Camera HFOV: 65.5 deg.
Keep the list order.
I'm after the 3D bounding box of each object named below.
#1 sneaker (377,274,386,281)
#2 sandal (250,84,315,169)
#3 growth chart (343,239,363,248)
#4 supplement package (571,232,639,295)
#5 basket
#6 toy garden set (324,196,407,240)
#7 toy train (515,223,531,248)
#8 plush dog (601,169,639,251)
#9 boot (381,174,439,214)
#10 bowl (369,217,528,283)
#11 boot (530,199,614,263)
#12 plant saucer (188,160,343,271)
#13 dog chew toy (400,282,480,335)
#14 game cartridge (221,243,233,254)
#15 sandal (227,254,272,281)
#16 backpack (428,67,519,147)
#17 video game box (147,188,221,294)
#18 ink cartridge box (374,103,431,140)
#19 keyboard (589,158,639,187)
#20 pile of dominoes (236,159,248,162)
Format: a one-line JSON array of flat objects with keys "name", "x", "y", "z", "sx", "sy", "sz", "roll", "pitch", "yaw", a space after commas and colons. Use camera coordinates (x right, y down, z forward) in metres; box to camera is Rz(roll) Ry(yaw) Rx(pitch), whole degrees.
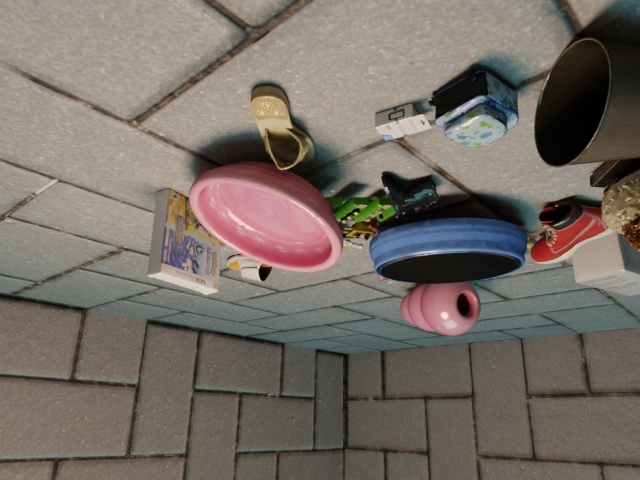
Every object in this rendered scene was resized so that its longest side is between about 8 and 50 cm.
[{"name": "sneaker", "x": 0.207, "y": 0.108, "z": 1.651, "sx": 0.067, "sy": 0.042, "sz": 0.118, "roll": -15, "pitch": 157, "yaw": 29}, {"name": "sandal", "x": -0.068, "y": -0.164, "z": 0.867, "sx": 0.088, "sy": 0.079, "sz": 0.240, "roll": -3, "pitch": 160, "yaw": 11}, {"name": "growth chart", "x": 0.000, "y": 0.000, "z": 1.305, "sx": 0.172, "sy": 0.021, "sz": 0.237, "roll": 5, "pitch": 178, "yaw": 21}, {"name": "supplement package", "x": 0.804, "y": 0.054, "z": 1.328, "sx": 0.244, "sy": 0.139, "sz": 0.134, "roll": 14, "pitch": 156, "yaw": -27}, {"name": "basket", "x": 0.450, "y": -0.187, "z": 0.684, "sx": 0.227, "sy": 0.154, "sz": 0.204, "roll": -2, "pitch": 162, "yaw": -1}, {"name": "toy garden set", "x": 0.073, "y": -0.041, "z": 1.166, "sx": 0.244, "sy": 0.049, "sz": 0.204, "roll": -2, "pitch": 164, "yaw": -29}, {"name": "toy train", "x": 0.484, "y": -0.014, "z": 1.305, "sx": 0.125, "sy": 0.046, "sz": 0.166, "roll": -4, "pitch": 160, "yaw": 31}, {"name": "plush dog", "x": 0.609, "y": -0.081, "z": 0.863, "sx": 0.225, "sy": 0.262, "sz": 0.210, "roll": -30, "pitch": 106, "yaw": 28}, {"name": "boot", "x": 0.192, "y": -0.108, "z": 1.056, "sx": 0.099, "sy": 0.045, "sz": 0.121, "roll": -20, "pitch": 134, "yaw": 17}, {"name": "bowl", "x": 0.319, "y": 0.040, "z": 1.265, "sx": 0.391, "sy": 0.077, "sz": 0.391, "roll": 1, "pitch": 163, "yaw": 0}, {"name": "boot", "x": 0.566, "y": -0.021, "z": 1.222, "sx": 0.176, "sy": 0.088, "sz": 0.244, "roll": 9, "pitch": 150, "yaw": -20}, {"name": "plant saucer", "x": -0.105, "y": -0.052, "z": 1.034, "sx": 0.332, "sy": 0.084, "sz": 0.332, "roll": 17, "pitch": 152, "yaw": 10}, {"name": "dog chew toy", "x": 0.411, "y": 0.239, "z": 1.790, "sx": 0.206, "sy": 0.207, "sz": 0.332, "roll": 11, "pitch": 165, "yaw": -25}, {"name": "game cartridge", "x": -0.292, "y": 0.023, "z": 1.488, "sx": 0.083, "sy": 0.017, "sz": 0.056, "roll": -14, "pitch": 151, "yaw": 36}, {"name": "sandal", "x": -0.177, "y": 0.088, "z": 1.569, "sx": 0.265, "sy": 0.076, "sz": 0.102, "roll": -5, "pitch": 159, "yaw": 18}, {"name": "backpack", "x": 0.244, "y": -0.193, "z": 0.765, "sx": 0.114, "sy": 0.084, "sz": 0.105, "roll": 11, "pitch": 160, "yaw": -32}, {"name": "video game box", "x": -0.310, "y": 0.007, "z": 1.171, "sx": 0.048, "sy": 0.205, "sz": 0.187, "roll": -11, "pitch": 157, "yaw": 27}, {"name": "ink cartridge box", "x": 0.138, "y": -0.199, "z": 0.832, "sx": 0.083, "sy": 0.028, "sz": 0.048, "roll": -10, "pitch": 157, "yaw": 28}, {"name": "keyboard", "x": 0.707, "y": -0.123, "z": 1.008, "sx": 0.317, "sy": 0.033, "sz": 0.201, "roll": 3, "pitch": 153, "yaw": -3}, {"name": "pile of dominoes", "x": -0.133, "y": -0.104, "z": 1.135, "sx": 0.196, "sy": 0.040, "sz": 0.251, "roll": -17, "pitch": 145, "yaw": 42}]
